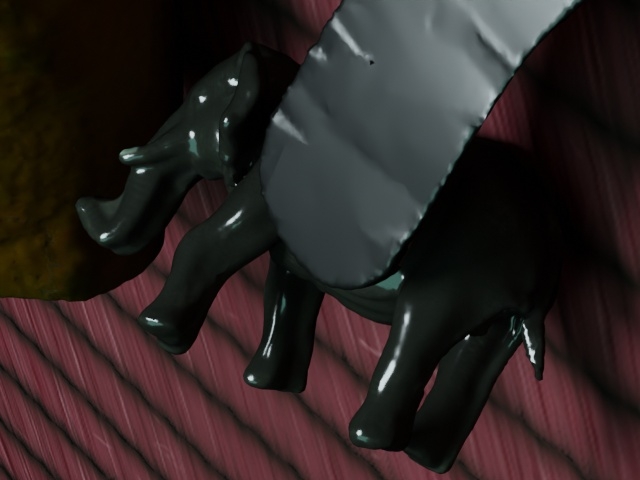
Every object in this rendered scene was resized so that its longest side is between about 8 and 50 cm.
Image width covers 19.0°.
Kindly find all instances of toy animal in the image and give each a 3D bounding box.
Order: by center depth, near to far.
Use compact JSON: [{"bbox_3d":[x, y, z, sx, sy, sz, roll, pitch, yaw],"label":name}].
[{"bbox_3d":[0.001,0.000,0.850,0.245,0.146,0.114,23,179,18],"label":"toy animal"}]

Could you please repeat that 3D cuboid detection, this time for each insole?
[{"bbox_3d":[0.069,-0.110,0.684,0.119,0.009,0.348,53,131,23],"label":"insole"}]

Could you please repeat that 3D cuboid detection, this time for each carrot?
[{"bbox_3d":[-0.187,-0.149,0.915,0.241,0.241,0.341,34,141,40],"label":"carrot"}]
